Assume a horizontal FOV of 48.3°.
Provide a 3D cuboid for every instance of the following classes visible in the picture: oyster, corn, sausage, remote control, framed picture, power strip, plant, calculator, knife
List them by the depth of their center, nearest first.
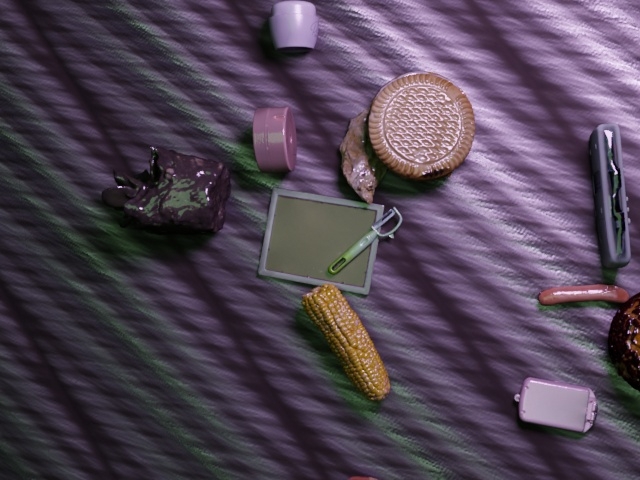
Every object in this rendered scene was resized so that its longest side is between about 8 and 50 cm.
[{"bbox_3d":[0.606,-0.090,1.492,0.056,0.140,0.296,-5,86,14],"label":"remote control"},{"bbox_3d":[0.568,0.118,1.541,0.186,0.043,0.043,-3,87,10],"label":"sausage"},{"bbox_3d":[0.508,0.356,1.545,0.175,0.032,0.100,9,89,11],"label":"calculator"},{"bbox_3d":[0.063,0.229,1.599,0.101,0.101,0.291,-33,81,7],"label":"corn"},{"bbox_3d":[0.100,-0.202,1.626,0.133,0.072,0.209,25,90,8],"label":"oyster"},{"bbox_3d":[-0.103,-0.227,1.626,0.078,0.154,0.154,-3,87,7],"label":"power strip"},{"bbox_3d":[0.104,0.011,1.626,0.212,0.015,0.054,-40,89,6],"label":"knife"},{"bbox_3d":[-0.355,-0.110,1.651,0.276,0.199,0.188,3,82,7],"label":"plant"},{"bbox_3d":[0.000,0.000,1.662,0.274,0.017,0.217,12,89,11],"label":"framed picture"}]

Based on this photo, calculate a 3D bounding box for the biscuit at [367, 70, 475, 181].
[{"bbox_3d":[0.224,-0.254,1.579,0.259,0.079,0.259,0,83,-4],"label":"biscuit"}]

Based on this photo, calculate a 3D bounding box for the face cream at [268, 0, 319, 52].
[{"bbox_3d":[-0.061,-0.492,1.645,0.117,0.117,0.104,-1,96,10],"label":"face cream"}]

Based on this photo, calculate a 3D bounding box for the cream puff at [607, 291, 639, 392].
[{"bbox_3d":[0.711,0.209,1.447,0.239,0.165,0.239,0,90,9],"label":"cream puff"}]

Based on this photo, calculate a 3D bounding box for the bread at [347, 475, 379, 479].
[{"bbox_3d":[0.096,0.580,1.593,0.192,0.067,0.119,0,96,12],"label":"bread"}]
